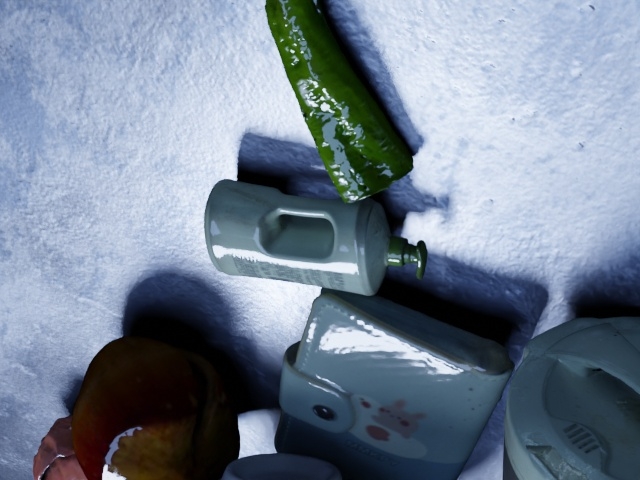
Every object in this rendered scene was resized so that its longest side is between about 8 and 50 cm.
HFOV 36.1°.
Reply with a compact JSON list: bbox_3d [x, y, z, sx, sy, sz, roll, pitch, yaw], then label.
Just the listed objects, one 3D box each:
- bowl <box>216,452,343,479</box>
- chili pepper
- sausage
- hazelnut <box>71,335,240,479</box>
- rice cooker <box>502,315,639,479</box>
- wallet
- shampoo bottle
[{"bbox_3d":[-0.048,0.355,1.200,0.345,0.345,0.157,4,94,21],"label":"bowl"},{"bbox_3d":[-0.022,-0.187,0.914,0.085,0.076,0.359,-28,119,8],"label":"chili pepper"},{"bbox_3d":[-0.307,0.373,1.464,0.280,0.152,0.152,45,131,-15],"label":"sausage"},{"bbox_3d":[-0.218,0.240,1.285,0.217,0.217,0.251,-6,149,28],"label":"hazelnut"},{"bbox_3d":[0.317,0.234,0.985,0.288,0.288,0.277,7,129,19],"label":"rice cooker"},{"bbox_3d":[0.069,0.202,1.183,0.252,0.083,0.360,20,138,8],"label":"wallet"},{"bbox_3d":[0.000,0.000,1.052,0.234,0.087,0.118,8,134,18],"label":"shampoo bottle"}]
